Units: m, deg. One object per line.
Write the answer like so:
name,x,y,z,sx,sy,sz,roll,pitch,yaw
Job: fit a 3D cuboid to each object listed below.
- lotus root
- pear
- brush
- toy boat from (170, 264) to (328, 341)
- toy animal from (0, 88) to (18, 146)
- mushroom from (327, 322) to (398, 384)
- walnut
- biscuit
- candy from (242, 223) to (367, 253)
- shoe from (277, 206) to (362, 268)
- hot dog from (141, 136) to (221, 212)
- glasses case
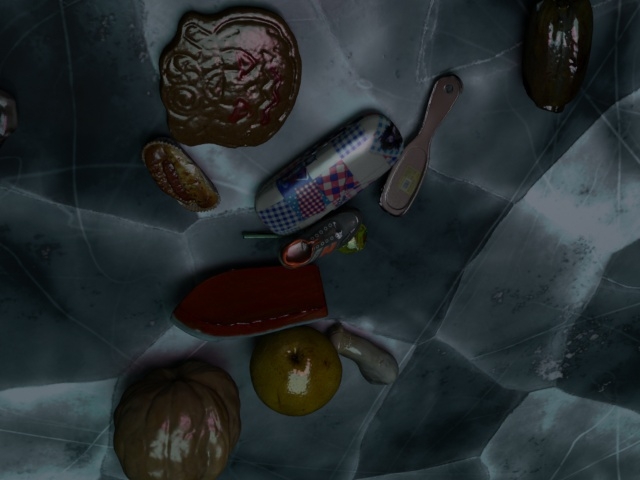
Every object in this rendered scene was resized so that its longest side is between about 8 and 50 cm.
lotus root,0.446,-0.362,1.570,0.124,0.123,0.241,9,131,14
pear,-0.056,0.282,1.846,0.208,0.209,0.209,-7,127,-10
brush,0.204,-0.192,1.672,0.072,0.067,0.313,28,114,11
toy boat,-0.154,0.140,1.768,0.331,0.145,0.133,-7,154,-10
toy animal,-0.710,-0.127,1.378,0.344,0.194,0.303,15,115,-18
mushroom,0.100,0.270,1.959,0.223,0.092,0.081,38,65,-37
walnut,-0.317,0.413,1.838,0.296,0.285,0.285,-21,139,-48
biscuit,-0.162,-0.289,1.503,0.257,0.049,0.273,-1,124,-14
candy,-0.032,-0.011,1.739,0.262,0.073,0.077,1,107,-7
shoe,0.001,-0.001,1.674,0.194,0.077,0.074,-30,95,3
hot dog,-0.266,-0.122,1.580,0.099,0.053,0.192,-15,134,21
glasses case,0.016,-0.129,1.648,0.327,0.076,0.125,-35,124,10
